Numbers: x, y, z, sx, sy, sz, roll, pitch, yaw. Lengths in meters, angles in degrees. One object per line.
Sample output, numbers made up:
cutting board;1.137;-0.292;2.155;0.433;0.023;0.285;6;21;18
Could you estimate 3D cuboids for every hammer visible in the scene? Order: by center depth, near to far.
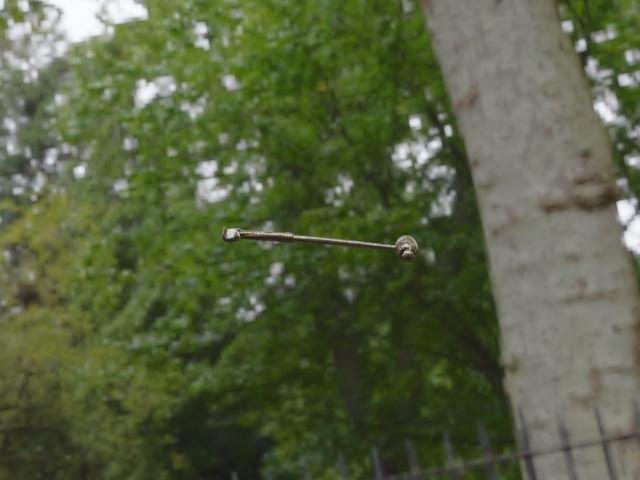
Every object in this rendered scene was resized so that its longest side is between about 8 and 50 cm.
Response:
hammer;0.000;0.000;0.870;0.123;0.014;0.029;5;22;0
